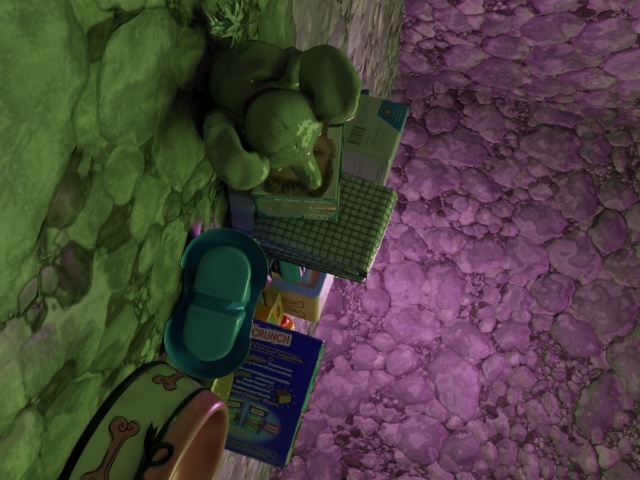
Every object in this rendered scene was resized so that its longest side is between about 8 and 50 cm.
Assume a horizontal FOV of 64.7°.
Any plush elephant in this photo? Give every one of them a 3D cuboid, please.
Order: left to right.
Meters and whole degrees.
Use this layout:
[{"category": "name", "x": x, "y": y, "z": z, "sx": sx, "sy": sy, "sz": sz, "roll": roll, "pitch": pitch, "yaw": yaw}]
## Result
[{"category": "plush elephant", "x": -0.066, "y": -0.198, "z": 0.823, "sx": 0.255, "sy": 0.272, "sz": 0.330, "roll": 65, "pitch": 6, "yaw": 27}]

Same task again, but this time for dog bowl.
[{"category": "dog bowl", "x": -0.303, "y": 0.439, "z": 0.920, "sx": 0.408, "sy": 0.151, "sz": 0.407, "roll": 15, "pitch": 90, "yaw": -81}, {"category": "dog bowl", "x": -0.198, "y": 0.118, "z": 0.991, "sx": 0.074, "sy": 0.166, "sz": 0.297, "roll": -93, "pitch": -162, "yaw": -83}]

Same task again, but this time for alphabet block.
[{"category": "alphabet block", "x": -0.069, "y": 0.131, "z": 1.673, "sx": 0.197, "sy": 0.194, "sz": 0.192, "roll": 92, "pitch": 18, "yaw": -57}]

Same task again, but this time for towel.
[{"category": "towel", "x": 0.010, "y": -0.045, "z": 1.149, "sx": 0.121, "sy": 0.284, "sz": 0.235, "roll": 92, "pitch": 17, "yaw": -63}]

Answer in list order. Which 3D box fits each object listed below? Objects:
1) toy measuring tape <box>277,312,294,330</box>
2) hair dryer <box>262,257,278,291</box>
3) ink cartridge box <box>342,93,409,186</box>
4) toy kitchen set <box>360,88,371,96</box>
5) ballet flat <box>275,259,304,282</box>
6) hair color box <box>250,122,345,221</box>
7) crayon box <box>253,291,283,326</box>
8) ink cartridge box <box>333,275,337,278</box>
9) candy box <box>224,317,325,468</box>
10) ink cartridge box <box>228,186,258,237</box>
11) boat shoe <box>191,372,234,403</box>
[{"category": "toy measuring tape", "x": -0.131, "y": 0.283, "z": 1.815, "sx": 0.330, "sy": 0.122, "sz": 0.121, "roll": -60, "pitch": 163, "yaw": -58}, {"category": "hair dryer", "x": -0.168, "y": 0.028, "z": 1.362, "sx": 0.293, "sy": 0.080, "sz": 0.223, "roll": -64, "pitch": 152, "yaw": -71}, {"category": "ink cartridge box", "x": 0.046, "y": -0.273, "z": 1.297, "sx": 0.129, "sy": 0.308, "sz": 0.223, "roll": 98, "pitch": 12, "yaw": -53}, {"category": "toy kitchen set", "x": 0.101, "y": -0.489, "z": 1.826, "sx": 0.166, "sy": 0.122, "sz": 0.207, "roll": 59, "pitch": 38, "yaw": -63}, {"category": "ballet flat", "x": -0.091, "y": -0.005, "z": 1.345, "sx": 0.280, "sy": 0.095, "sz": 0.096, "roll": 92, "pitch": -6, "yaw": -46}, {"category": "hair color box", "x": -0.035, "y": -0.220, "z": 1.093, "sx": 0.105, "sy": 0.174, "sz": 0.347, "roll": 85, "pitch": 9, "yaw": -65}, {"category": "crayon box", "x": -0.208, "y": 0.321, "z": 1.507, "sx": 0.203, "sy": 0.083, "sz": 0.322, "roll": 90, "pitch": 19, "yaw": -61}, {"category": "ink cartridge box", "x": -0.002, "y": 0.098, "z": 2.008, "sx": 0.324, "sy": 0.072, "sz": 0.330, "roll": -29, "pitch": -140, "yaw": 63}, {"category": "candy box", "x": -0.160, "y": 0.373, "z": 1.291, "sx": 0.122, "sy": 0.268, "sz": 0.317, "roll": 90, "pitch": 18, "yaw": -71}, {"category": "ink cartridge box", "x": -0.157, "y": -0.097, "z": 1.147, "sx": 0.181, "sy": 0.062, "sz": 0.104, "roll": 94, "pitch": 14, "yaw": -50}, {"category": "boat shoe", "x": -0.241, "y": 0.269, "z": 1.187, "sx": 0.102, "sy": 0.093, "sz": 0.285, "roll": 62, "pitch": 38, "yaw": -53}]
